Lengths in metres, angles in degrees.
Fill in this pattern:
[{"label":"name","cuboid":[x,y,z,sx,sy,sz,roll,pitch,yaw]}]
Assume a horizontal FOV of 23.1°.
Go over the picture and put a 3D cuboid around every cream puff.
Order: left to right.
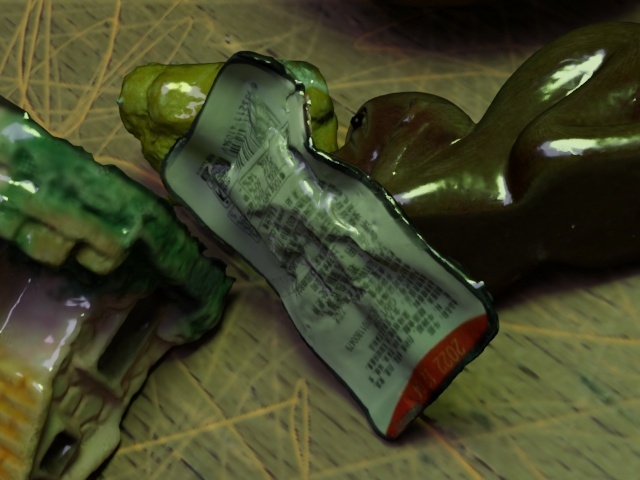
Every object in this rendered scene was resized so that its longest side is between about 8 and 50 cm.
[{"label":"cream puff","cuboid":[-0.059,-0.065,1.046,0.146,0.146,0.116,-1,98,20]}]

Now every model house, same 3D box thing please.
[{"label":"model house","cuboid":[-0.217,0.052,0.975,0.202,0.237,0.237,26,78,24]}]

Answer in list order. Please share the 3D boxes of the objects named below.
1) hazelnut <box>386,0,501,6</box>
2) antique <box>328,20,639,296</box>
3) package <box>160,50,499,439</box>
[{"label":"hazelnut","cuboid":[0.102,-0.338,1.016,0.365,0.366,0.366,-9,60,16]},{"label":"antique","cuboid":[0.123,-0.055,0.969,0.256,0.121,0.143,-18,49,10]},{"label":"package","cuboid":[0.000,0.000,0.933,0.232,0.166,0.040,46,52,10]}]
